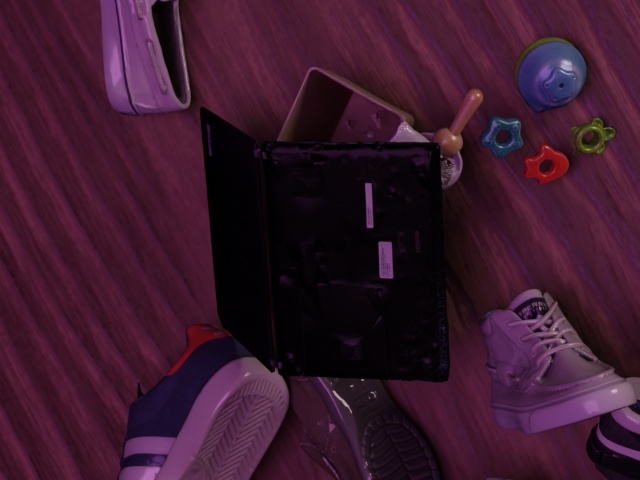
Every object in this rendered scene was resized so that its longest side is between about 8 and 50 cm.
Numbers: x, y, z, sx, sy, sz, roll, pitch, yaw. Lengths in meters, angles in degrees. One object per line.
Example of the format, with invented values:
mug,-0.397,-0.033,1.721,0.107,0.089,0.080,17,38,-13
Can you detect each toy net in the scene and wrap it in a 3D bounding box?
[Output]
toy net,0.155,-0.096,1.656,0.232,0.045,0.122,-25,117,0

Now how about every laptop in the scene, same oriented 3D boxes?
laptop,0.000,0.000,1.683,0.264,0.136,0.234,1,110,14

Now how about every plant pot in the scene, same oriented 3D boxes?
plant pot,0.033,-0.101,1.719,0.109,0.096,0.109,31,108,18

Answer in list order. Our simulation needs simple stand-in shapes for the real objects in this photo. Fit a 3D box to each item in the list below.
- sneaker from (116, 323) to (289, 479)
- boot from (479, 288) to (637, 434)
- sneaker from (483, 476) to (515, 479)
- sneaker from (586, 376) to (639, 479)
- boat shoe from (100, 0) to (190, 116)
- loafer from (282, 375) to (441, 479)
sneaker,-0.166,0.242,1.831,0.350,0.131,0.148,-56,45,12
boot,0.202,0.106,1.606,0.095,0.258,0.123,-15,88,-15
sneaker,0.131,0.378,1.659,0.236,0.130,0.323,44,83,-7
sneaker,0.356,0.206,1.643,0.217,0.079,0.121,21,136,0
boat shoe,-0.177,-0.260,1.791,0.088,0.096,0.267,1,99,19
loafer,0.037,0.201,1.774,0.087,0.094,0.251,-43,69,47
